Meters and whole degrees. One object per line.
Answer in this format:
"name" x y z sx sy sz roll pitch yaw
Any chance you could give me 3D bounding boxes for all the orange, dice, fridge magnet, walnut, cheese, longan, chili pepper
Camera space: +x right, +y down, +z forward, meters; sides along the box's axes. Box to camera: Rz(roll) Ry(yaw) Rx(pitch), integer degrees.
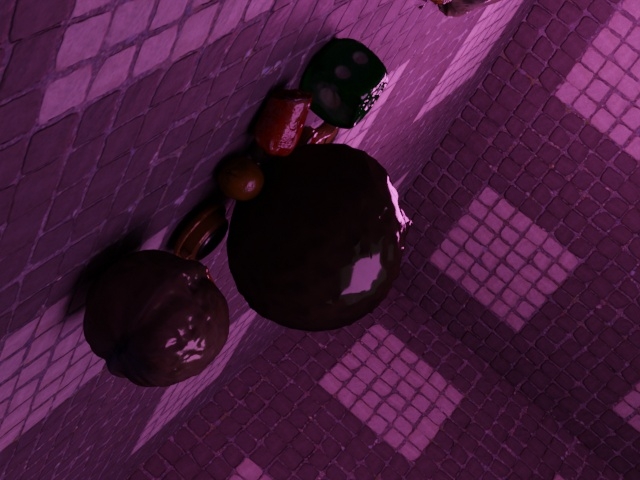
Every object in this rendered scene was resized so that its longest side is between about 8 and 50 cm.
"orange" -0.151 -0.117 1.912 0.085 0.085 0.095 -50 150 0
"dice" 0.047 -0.304 1.965 0.120 0.131 0.128 -48 170 -27
"fridge magnet" -0.232 -0.012 1.999 0.143 0.063 0.143 -46 168 -13
"walnut" -0.279 0.130 1.755 0.248 0.248 0.248 -49 171 -10
"cheese" -0.117 -0.172 1.996 0.192 0.037 0.097 -51 171 8
"longan" 0.000 0.000 2.060 0.391 0.391 0.391 -49 171 -10
"chili pepper" -0.081 -0.200 1.896 0.084 0.086 0.192 -90 -160 -57

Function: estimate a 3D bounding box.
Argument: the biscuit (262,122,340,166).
"biscuit" -0.055 -0.174 2.277 0.197 0.049 0.301 -57 168 28

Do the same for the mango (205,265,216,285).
"mango" -0.284 0.154 2.195 0.126 0.154 0.252 -37 153 -27

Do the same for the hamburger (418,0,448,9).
"hamburger" 0.261 -0.559 2.082 0.164 0.093 0.189 -43 167 -35

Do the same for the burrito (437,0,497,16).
"burrito" 0.405 -0.637 2.375 0.190 0.135 0.332 -53 177 -30
